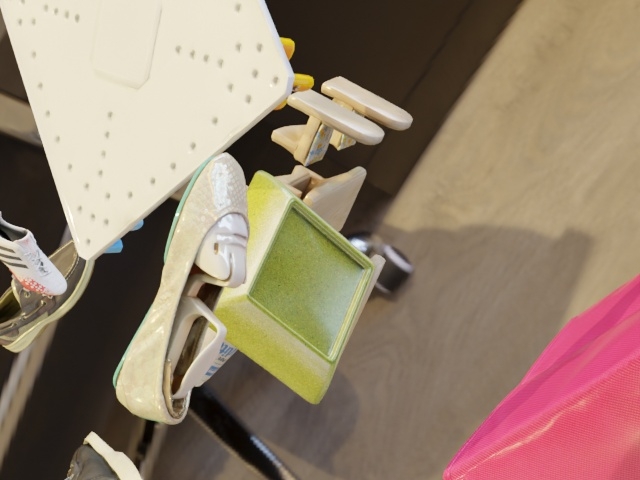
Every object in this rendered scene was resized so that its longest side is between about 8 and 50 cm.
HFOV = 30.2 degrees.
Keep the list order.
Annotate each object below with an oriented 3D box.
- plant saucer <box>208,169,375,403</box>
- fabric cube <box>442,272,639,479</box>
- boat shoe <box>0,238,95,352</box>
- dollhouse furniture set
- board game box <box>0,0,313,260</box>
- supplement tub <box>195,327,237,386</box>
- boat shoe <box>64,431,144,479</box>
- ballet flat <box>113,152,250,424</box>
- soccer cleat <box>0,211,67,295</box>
[{"bbox_3d":[-0.022,0.046,1.250,0.045,0.188,0.188,-16,42,48],"label":"plant saucer"},{"bbox_3d":[0.291,0.137,0.781,0.254,0.259,0.258,50,130,3],"label":"fabric cube"},{"bbox_3d":[-0.399,0.075,1.660,0.223,0.073,0.080,-44,46,27],"label":"boat shoe"},{"bbox_3d":[0.000,0.000,1.738,0.256,0.394,0.362,30,114,13],"label":"dollhouse furniture set"},{"bbox_3d":[-0.205,-0.233,1.352,0.390,0.050,0.390,-36,67,37],"label":"board game box"},{"bbox_3d":[-0.128,0.110,1.381,0.107,0.071,0.071,-47,57,10],"label":"supplement tub"},{"bbox_3d":[-0.159,0.188,0.824,0.079,0.233,0.084,-36,96,-15],"label":"boat shoe"},{"bbox_3d":[-0.071,0.032,0.717,0.052,0.057,0.168,24,95,29],"label":"ballet flat"},{"bbox_3d":[-0.219,0.010,0.880,0.035,0.083,0.029,-35,23,34],"label":"soccer cleat"}]
